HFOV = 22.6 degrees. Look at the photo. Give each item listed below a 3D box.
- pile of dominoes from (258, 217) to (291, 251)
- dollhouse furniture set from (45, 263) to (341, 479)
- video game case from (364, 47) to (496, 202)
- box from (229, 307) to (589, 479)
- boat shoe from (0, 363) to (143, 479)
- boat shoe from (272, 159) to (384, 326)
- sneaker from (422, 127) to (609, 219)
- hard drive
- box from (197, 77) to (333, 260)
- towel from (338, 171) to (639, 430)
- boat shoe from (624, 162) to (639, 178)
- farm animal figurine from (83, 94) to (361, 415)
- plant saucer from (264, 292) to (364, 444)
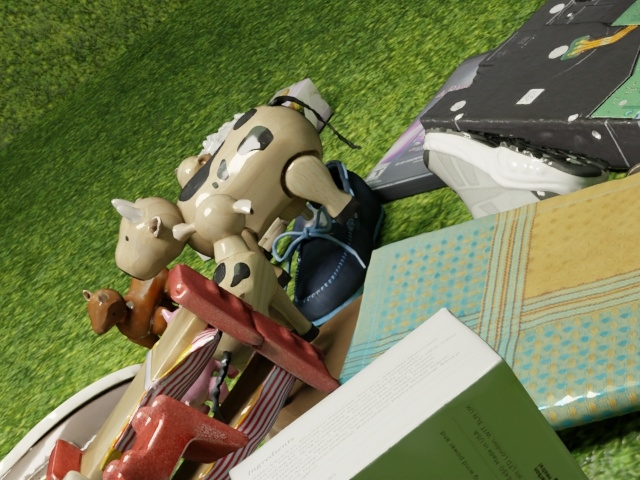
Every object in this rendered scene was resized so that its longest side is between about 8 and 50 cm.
[{"bbox_3d":[-0.077,0.046,1.772,0.196,0.040,0.251,-46,6,44],"label":"pile of dominoes"},{"bbox_3d":[-0.093,0.170,1.173,0.201,0.152,0.374,-56,11,6],"label":"dollhouse furniture set"},{"bbox_3d":[0.175,-0.145,1.819,0.196,0.026,0.274,-14,30,48],"label":"video game case"},{"bbox_3d":[0.072,0.174,1.004,0.182,0.181,0.119,-38,20,-3],"label":"box"},{"bbox_3d":[-0.271,0.250,1.553,0.324,0.097,0.116,-39,-22,-17],"label":"boat shoe"},{"bbox_3d":[0.000,0.000,1.678,0.109,0.089,0.258,-31,19,16],"label":"boat shoe"},{"bbox_3d":[0.163,-0.044,1.472,0.100,0.108,0.271,5,10,-21],"label":"sneaker"},{"bbox_3d":[0.282,-0.165,1.585,0.237,0.064,0.339,-43,24,-23],"label":"hard drive"},{"bbox_3d":[-0.080,-0.098,2.088,0.067,0.063,0.324,-22,24,39],"label":"box"},{"bbox_3d":[0.182,0.053,1.239,0.370,0.040,0.271,-17,33,28],"label":"towel"},{"bbox_3d":[0.326,-0.080,1.337,0.183,0.066,0.066,-20,25,39],"label":"boat shoe"},{"bbox_3d":[-0.099,-0.005,1.526,0.326,0.172,0.330,-55,28,-17],"label":"farm animal figurine"},{"bbox_3d":[0.059,0.104,1.414,0.278,0.041,0.278,-32,19,12],"label":"plant saucer"}]
